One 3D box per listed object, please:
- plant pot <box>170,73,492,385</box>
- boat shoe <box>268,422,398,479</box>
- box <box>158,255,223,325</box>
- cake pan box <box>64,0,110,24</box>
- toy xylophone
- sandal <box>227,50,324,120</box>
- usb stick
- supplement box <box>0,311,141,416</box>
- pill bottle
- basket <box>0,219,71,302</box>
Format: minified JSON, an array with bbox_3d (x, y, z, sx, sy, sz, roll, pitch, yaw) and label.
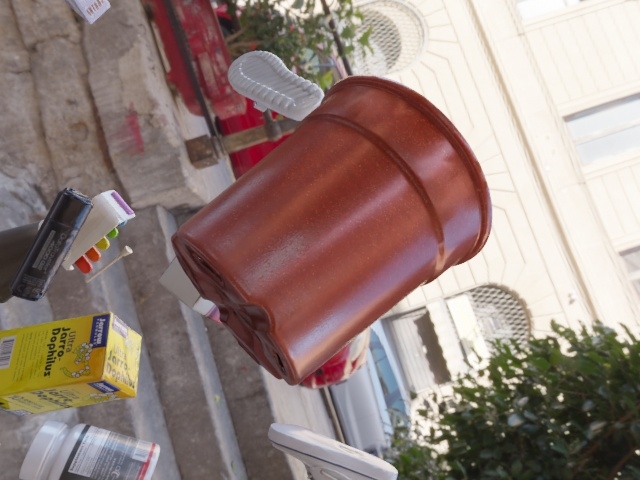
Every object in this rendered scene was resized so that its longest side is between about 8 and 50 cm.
[{"bbox_3d":[0.000,0.000,0.531,0.272,0.265,0.272,40,-25,23],"label":"plant pot"},{"bbox_3d":[0.015,0.437,0.904,0.096,0.267,0.088,161,-48,-78],"label":"boat shoe"},{"bbox_3d":[-0.199,0.109,1.005,0.148,0.127,0.232,25,-13,42],"label":"box"},{"bbox_3d":[-0.533,-0.561,0.847,0.245,0.070,0.267,40,-8,-4],"label":"cake pan box"},{"bbox_3d":[-0.756,-0.004,1.541,0.236,0.322,0.081,59,7,-4],"label":"toy xylophone"},{"bbox_3d":[-0.142,-0.434,1.368,0.416,0.169,0.102,46,-17,37],"label":"sandal"},{"bbox_3d":[-0.618,0.011,1.071,0.077,0.278,0.045,27,4,-36],"label":"usb stick"},{"bbox_3d":[-0.720,0.350,1.305,0.194,0.356,0.195,76,4,-57],"label":"supplement box"},{"bbox_3d":[-0.562,0.552,1.152,0.161,0.283,0.161,-158,-90,-78],"label":"pill bottle"},{"bbox_3d":[-0.852,0.042,1.322,0.154,0.226,0.204,-106,171,-74],"label":"basket"}]
